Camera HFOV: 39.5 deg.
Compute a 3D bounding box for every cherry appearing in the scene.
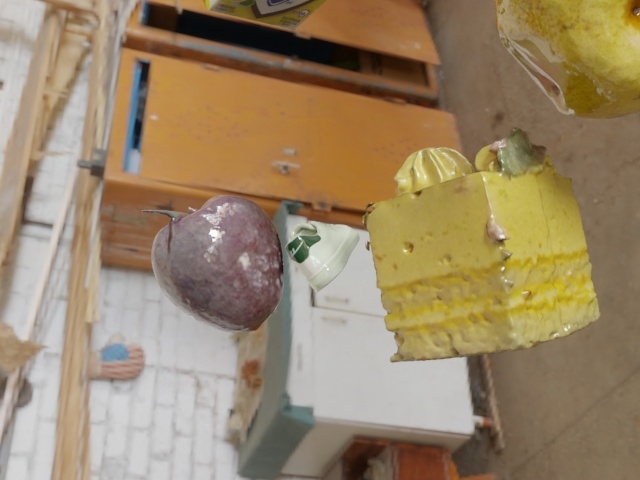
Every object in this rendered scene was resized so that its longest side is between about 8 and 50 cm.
[{"bbox_3d":[-0.163,0.029,1.458,0.266,0.213,0.183,60,154,-9],"label":"cherry"}]

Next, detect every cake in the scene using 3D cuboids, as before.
[{"bbox_3d":[0.205,0.001,1.182,0.227,0.222,0.286,-13,86,43],"label":"cake"}]

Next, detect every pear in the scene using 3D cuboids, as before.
[{"bbox_3d":[0.339,-0.276,1.093,0.271,0.271,0.271,-170,90,-74],"label":"pear"}]

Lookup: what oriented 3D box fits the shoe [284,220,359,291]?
[{"bbox_3d":[0.000,0.000,1.641,0.095,0.110,0.265,-41,9,15],"label":"shoe"}]

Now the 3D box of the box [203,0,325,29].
[{"bbox_3d":[-0.098,-0.505,1.707,0.168,0.265,0.097,-35,73,31],"label":"box"}]
